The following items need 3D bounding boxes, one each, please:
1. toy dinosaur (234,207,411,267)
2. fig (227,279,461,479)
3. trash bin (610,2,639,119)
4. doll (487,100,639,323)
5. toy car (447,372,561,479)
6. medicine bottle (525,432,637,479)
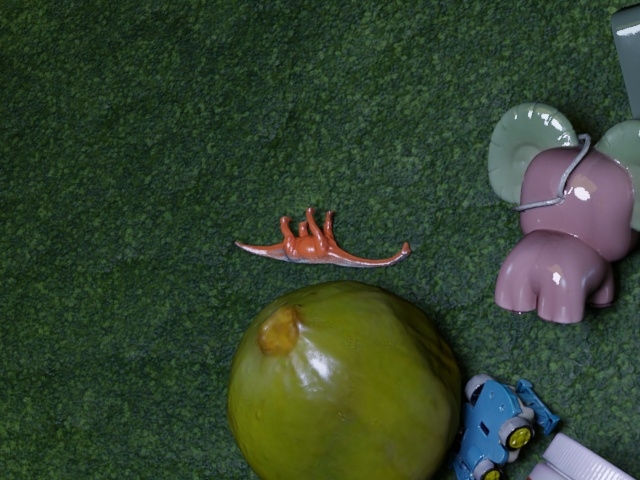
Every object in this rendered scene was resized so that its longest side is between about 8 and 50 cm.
[{"bbox_3d":[0.002,0.001,1.986,0.279,0.055,0.101,-7,80,21],"label":"toy dinosaur"},{"bbox_3d":[0.021,0.208,1.740,0.343,0.343,0.343,-8,70,22],"label":"fig"},{"bbox_3d":[0.590,-0.256,1.718,0.343,0.158,0.223,-12,100,26],"label":"trash bin"},{"bbox_3d":[0.346,-0.045,1.735,0.284,0.216,0.268,12,109,31],"label":"doll"},{"bbox_3d":[0.253,0.276,1.770,0.126,0.098,0.161,53,129,55],"label":"toy car"},{"bbox_3d":[0.338,0.405,1.581,0.252,0.252,0.241,32,89,29],"label":"medicine bottle"}]
